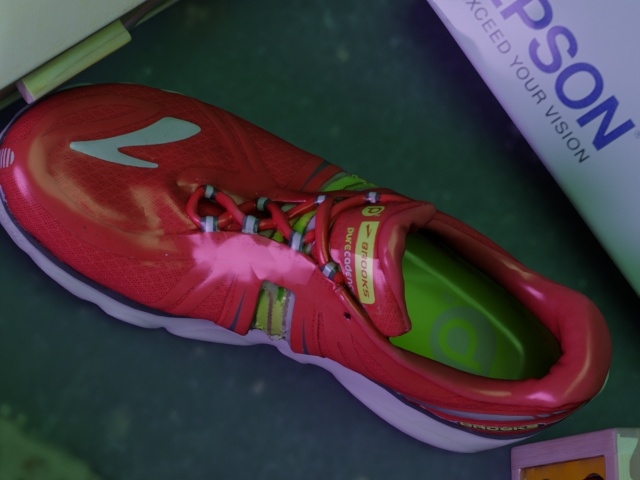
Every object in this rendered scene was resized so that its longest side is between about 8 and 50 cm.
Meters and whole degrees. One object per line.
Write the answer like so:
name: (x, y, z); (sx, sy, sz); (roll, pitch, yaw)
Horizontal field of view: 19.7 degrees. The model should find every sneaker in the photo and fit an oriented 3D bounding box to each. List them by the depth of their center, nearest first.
sneaker: (0.000, 0.000, 0.770); (0.279, 0.118, 0.107); (22, 73, -12)

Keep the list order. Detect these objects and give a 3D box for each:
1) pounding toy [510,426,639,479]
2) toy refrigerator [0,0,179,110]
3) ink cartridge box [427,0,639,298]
pounding toy: (0.126, 0.152, 0.773); (0.100, 0.130, 0.141); (2, 79, -17)
toy refrigerator: (-0.069, -0.144, 0.779); (0.269, 0.102, 0.094); (-35, 95, -22)
ink cartridge box: (0.264, -0.078, 0.790); (0.330, 0.071, 0.324); (-36, 91, 25)
